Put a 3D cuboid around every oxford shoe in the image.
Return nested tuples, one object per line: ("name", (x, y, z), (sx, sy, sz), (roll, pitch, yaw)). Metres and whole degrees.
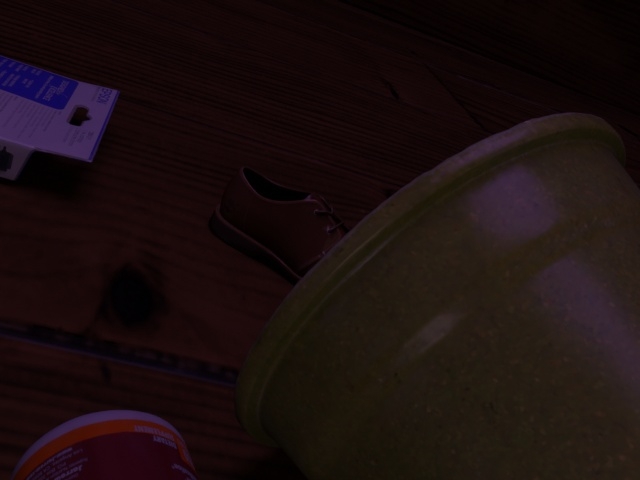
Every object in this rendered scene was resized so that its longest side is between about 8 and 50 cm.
("oxford shoe", (0.000, 0.000, 0.713), (0.212, 0.076, 0.076), (28, 23, 5))

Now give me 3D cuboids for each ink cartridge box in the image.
("ink cartridge box", (-0.308, -0.125, 0.726), (0.208, 0.045, 0.206), (15, 25, -14))

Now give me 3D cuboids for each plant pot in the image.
("plant pot", (0.135, 0.120, 0.403), (0.276, 0.276, 0.254), (-3, 47, -46))

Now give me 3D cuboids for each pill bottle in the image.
("pill bottle", (-0.078, 0.151, 0.317), (0.086, 0.086, 0.152), (8, 29, -32))
